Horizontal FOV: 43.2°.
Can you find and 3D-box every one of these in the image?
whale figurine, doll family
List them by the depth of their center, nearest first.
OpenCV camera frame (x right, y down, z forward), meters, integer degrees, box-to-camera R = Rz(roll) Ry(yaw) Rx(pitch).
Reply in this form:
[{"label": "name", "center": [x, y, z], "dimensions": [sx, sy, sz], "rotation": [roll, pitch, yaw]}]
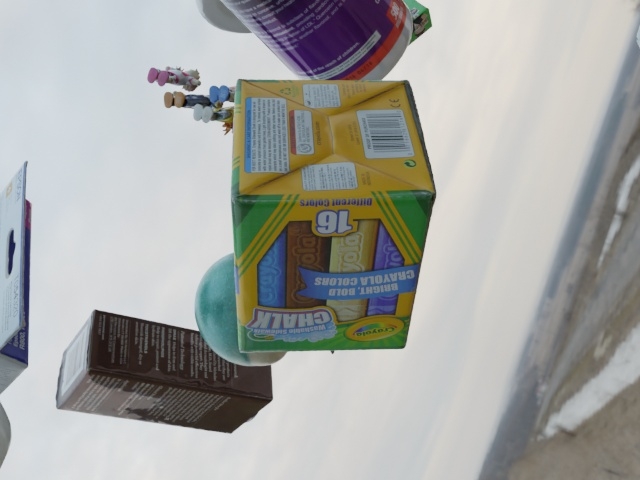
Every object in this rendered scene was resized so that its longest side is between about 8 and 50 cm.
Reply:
[{"label": "whale figurine", "center": [-0.109, 0.081, 1.244], "dimensions": [0.272, 0.141, 0.216], "rotation": [-75, -16, -70]}, {"label": "doll family", "center": [-0.240, -0.292, 1.722], "dimensions": [0.163, 0.263, 0.118], "rotation": [-15, -58, -59]}]

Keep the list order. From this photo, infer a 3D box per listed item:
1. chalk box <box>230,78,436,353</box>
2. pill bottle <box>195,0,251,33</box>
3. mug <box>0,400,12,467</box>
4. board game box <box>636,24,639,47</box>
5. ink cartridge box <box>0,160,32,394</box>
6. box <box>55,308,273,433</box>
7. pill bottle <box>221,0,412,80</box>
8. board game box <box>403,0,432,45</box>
[{"label": "chalk box", "center": [0.000, 0.000, 0.838], "dimensions": [0.288, 0.179, 0.180], "rotation": [95, 173, -45]}, {"label": "pill bottle", "center": [-0.171, -0.612, 1.614], "dimensions": [0.204, 0.204, 0.360], "rotation": [78, 180, -62]}, {"label": "mug", "center": [-0.539, 0.169, 0.968], "dimensions": [0.328, 0.276, 0.374], "rotation": [44, -148, -26]}, {"label": "board game box", "center": [0.675, -0.383, 1.252], "dimensions": [0.224, 0.304, 0.097], "rotation": [69, -170, -64]}, {"label": "ink cartridge box", "center": [-0.522, 0.094, 1.285], "dimensions": [0.071, 0.330, 0.324], "rotation": [24, -141, -40]}, {"label": "box", "center": [-0.305, 0.269, 1.611], "dimensions": [0.191, 0.382, 0.143], "rotation": [-45, 38, 42]}, {"label": "pill bottle", "center": [-0.032, -0.342, 1.059], "dimensions": [0.323, 0.182, 0.181], "rotation": [40, -115, -39]}, {"label": "board game box", "center": [0.008, -0.393, 1.387], "dimensions": [0.214, 0.317, 0.046], "rotation": [-39, -33, -5]}]
